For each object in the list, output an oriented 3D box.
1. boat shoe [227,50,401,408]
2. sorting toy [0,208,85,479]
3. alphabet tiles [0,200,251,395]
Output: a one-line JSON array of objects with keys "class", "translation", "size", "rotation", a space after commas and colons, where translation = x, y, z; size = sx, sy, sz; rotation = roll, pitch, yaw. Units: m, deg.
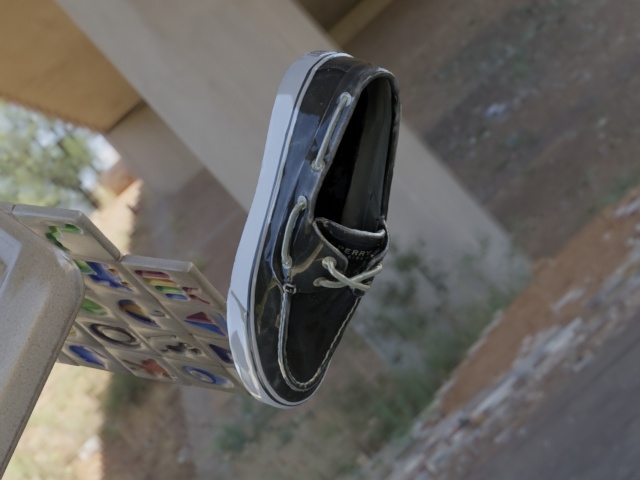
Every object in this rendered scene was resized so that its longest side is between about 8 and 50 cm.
[{"class": "boat shoe", "translation": [0.000, 0.000, 0.924], "size": [0.077, 0.219, 0.070], "rotation": [-2, 15, -40]}, {"class": "sorting toy", "translation": [-0.236, 0.112, 0.778], "size": [0.041, 0.229, 0.307], "rotation": [22, -86, -45]}, {"class": "alphabet tiles", "translation": [-0.204, 0.040, 1.190], "size": [0.285, 0.342, 0.011], "rotation": [52, -129, -52]}]
